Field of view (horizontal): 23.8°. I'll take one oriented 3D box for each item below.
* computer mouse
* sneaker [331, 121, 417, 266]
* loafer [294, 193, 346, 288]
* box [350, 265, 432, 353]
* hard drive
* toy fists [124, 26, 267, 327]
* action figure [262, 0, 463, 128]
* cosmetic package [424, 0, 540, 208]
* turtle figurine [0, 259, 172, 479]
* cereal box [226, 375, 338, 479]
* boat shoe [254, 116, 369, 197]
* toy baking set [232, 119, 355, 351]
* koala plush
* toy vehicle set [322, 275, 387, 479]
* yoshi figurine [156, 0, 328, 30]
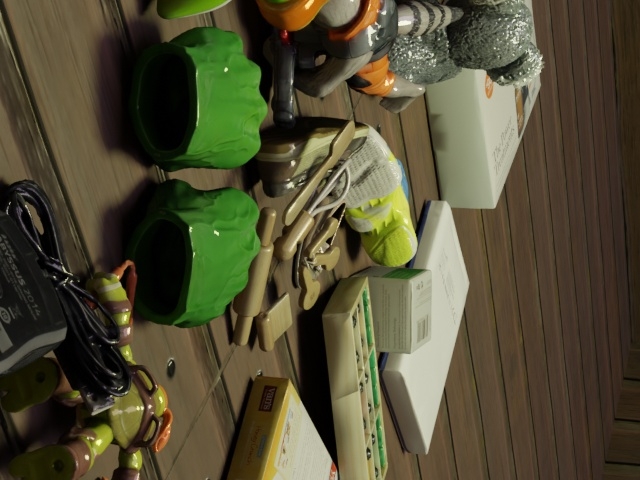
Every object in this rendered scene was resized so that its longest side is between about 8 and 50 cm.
[{"bbox_3d":[-0.242,0.050,1.064,0.188,0.072,0.272,64,15,6],"label":"computer mouse"},{"bbox_3d":[0.062,-0.081,1.940,0.126,0.091,0.240,-93,170,-46],"label":"sneaker"},{"bbox_3d":[0.000,0.000,1.808,0.045,0.039,0.125,62,36,-56],"label":"loafer"},{"bbox_3d":[0.094,0.091,2.014,0.101,0.087,0.102,-22,112,-69],"label":"box"},{"bbox_3d":[0.159,0.128,2.271,0.210,0.040,0.319,71,29,-46],"label":"hard drive"},{"bbox_3d":[-0.115,-0.057,1.406,0.142,0.096,0.279,-11,105,-60],"label":"toy fists"},{"bbox_3d":[0.040,-0.294,1.684,0.330,0.178,0.341,-12,102,-73],"label":"action figure"},{"bbox_3d":[0.262,-0.272,2.426,0.377,0.097,0.284,-64,147,-48],"label":"cosmetic package"},{"bbox_3d":[-0.177,0.155,1.264,0.217,0.087,0.269,-5,98,-70],"label":"turtle figurine"},{"bbox_3d":[-0.043,0.286,1.718,0.240,0.047,0.173,68,31,-52],"label":"cereal box"},{"bbox_3d":[-0.013,-0.095,1.714,0.223,0.080,0.073,-23,120,-63],"label":"boat shoe"},{"bbox_3d":[-0.028,-0.003,1.641,0.197,0.030,0.256,-37,144,-52],"label":"toy baking set"},{"bbox_3d":[0.178,-0.274,1.996,0.196,0.221,0.203,72,29,-46],"label":"koala plush"},{"bbox_3d":[0.045,0.193,1.899,0.166,0.035,0.267,-60,144,-73],"label":"toy vehicle set"},{"bbox_3d":[-0.088,-0.329,1.324,0.362,0.203,0.203,27,52,-66],"label":"yoshi figurine"}]
